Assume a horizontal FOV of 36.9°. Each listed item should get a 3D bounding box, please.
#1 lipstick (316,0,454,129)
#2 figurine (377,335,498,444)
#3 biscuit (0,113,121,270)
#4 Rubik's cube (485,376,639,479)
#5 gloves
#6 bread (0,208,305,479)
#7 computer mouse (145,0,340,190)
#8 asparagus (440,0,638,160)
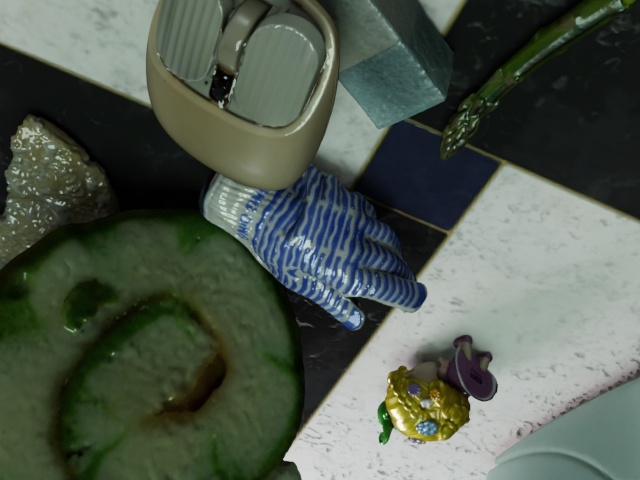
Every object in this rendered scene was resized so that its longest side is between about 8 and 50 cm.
[{"bbox_3d":[-0.017,-0.218,0.678,0.068,0.066,0.317,-20,126,34],"label":"lipstick"},{"bbox_3d":[0.110,0.182,1.026,0.095,0.115,0.156,45,132,-15],"label":"figurine"},{"bbox_3d":[-0.269,-0.018,0.981,0.133,0.032,0.250,24,135,-12],"label":"biscuit"},{"bbox_3d":[0.379,0.378,0.981,0.352,0.351,0.347,28,136,-17],"label":"Rubik's cube"},{"bbox_3d":[-0.003,0.000,0.872,0.229,0.097,0.119,28,99,-10],"label":"gloves"},{"bbox_3d":[-0.155,0.164,0.890,0.382,0.366,0.129,43,156,-10],"label":"bread"},{"bbox_3d":[-0.062,-0.113,0.727,0.145,0.082,0.236,32,156,3],"label":"computer mouse"},{"bbox_3d":[0.164,-0.136,0.742,0.034,0.027,0.236,41,132,-11],"label":"asparagus"}]
